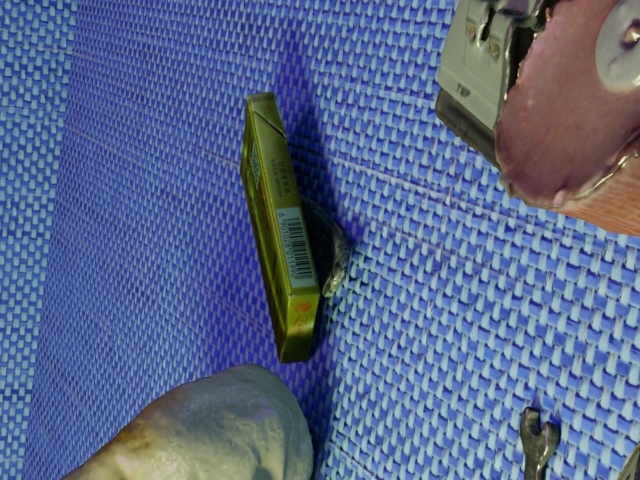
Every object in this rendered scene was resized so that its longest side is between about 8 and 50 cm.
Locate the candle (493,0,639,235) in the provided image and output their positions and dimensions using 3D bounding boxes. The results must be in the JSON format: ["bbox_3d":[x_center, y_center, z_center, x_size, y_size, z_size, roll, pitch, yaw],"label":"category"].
[{"bbox_3d":[0.278,-0.155,1.008,0.317,0.131,0.287,-31,52,48],"label":"candle"}]

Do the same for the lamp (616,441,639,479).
[{"bbox_3d":[0.195,0.317,0.976,0.269,0.047,0.266,98,-166,-53],"label":"lamp"}]

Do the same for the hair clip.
[{"bbox_3d":[0.002,0.001,1.634,0.229,0.036,0.066,-117,43,-58],"label":"hair clip"}]

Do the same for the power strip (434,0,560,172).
[{"bbox_3d":[0.179,-0.196,1.248,0.257,0.092,0.251,-127,44,-59],"label":"power strip"}]

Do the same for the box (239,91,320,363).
[{"bbox_3d":[-0.055,-0.017,1.698,0.173,0.043,0.311,100,160,-56],"label":"box"}]

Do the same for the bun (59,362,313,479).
[{"bbox_3d":[-0.162,0.326,1.609,0.219,0.365,0.365,54,139,19],"label":"bun"}]

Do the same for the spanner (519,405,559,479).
[{"bbox_3d":[0.192,0.283,1.232,0.054,0.015,0.254,11,96,64],"label":"spanner"}]
